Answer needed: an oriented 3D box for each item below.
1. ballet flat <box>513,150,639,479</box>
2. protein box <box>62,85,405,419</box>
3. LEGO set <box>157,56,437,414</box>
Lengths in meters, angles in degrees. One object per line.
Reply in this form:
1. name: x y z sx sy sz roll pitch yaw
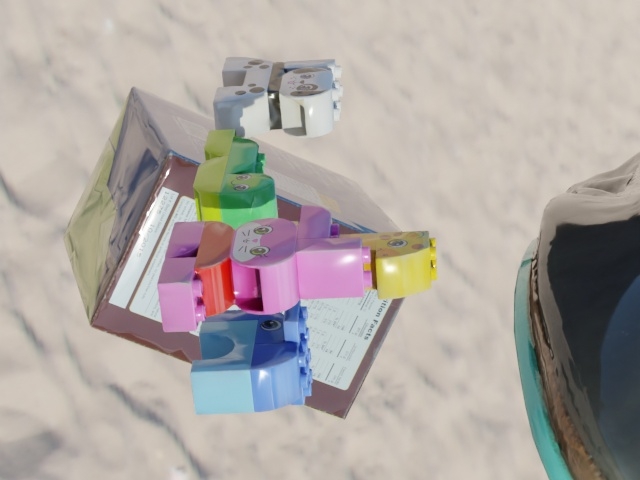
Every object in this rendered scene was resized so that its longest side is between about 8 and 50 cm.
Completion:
1. ballet flat: 0.112 0.007 0.467 0.095 0.096 0.280 50 15 -5
2. protein box: -0.063 0.005 1.176 0.201 0.136 0.200 23 11 -20
3. LEGO set: 0.000 0.000 0.645 0.227 0.093 0.087 -85 171 -63
